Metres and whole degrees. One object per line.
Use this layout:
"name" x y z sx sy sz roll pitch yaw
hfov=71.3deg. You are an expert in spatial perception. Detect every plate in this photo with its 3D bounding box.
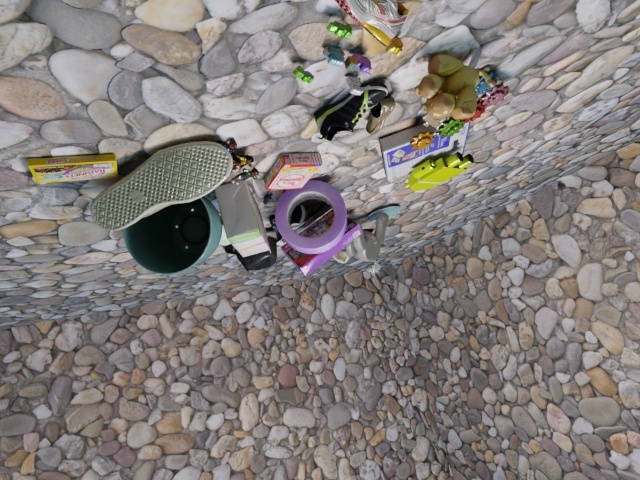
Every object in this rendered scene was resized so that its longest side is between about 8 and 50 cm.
"plate" 0.335 -0.150 2.371 0.188 0.024 0.188 -14 165 -4

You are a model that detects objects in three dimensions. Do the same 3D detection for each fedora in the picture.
"fedora" -0.319 0.063 2.239 0.333 0.153 0.334 -14 165 -4

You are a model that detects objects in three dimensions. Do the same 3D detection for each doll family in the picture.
"doll family" -0.261 -0.240 1.355 0.111 0.076 0.193 -18 163 27

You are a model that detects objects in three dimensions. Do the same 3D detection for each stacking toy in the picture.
"stacking toy" 0.064 -0.429 1.049 0.221 0.052 0.167 -2 158 -36

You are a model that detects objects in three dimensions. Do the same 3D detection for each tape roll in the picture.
"tape roll" -0.034 -0.090 1.729 0.274 0.275 0.090 -15 165 0

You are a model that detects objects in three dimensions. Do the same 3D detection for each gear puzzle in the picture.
"gear puzzle" 0.420 -0.390 1.405 0.175 0.044 0.339 18 137 -43

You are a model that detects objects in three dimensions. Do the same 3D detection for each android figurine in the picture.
"android figurine" 0.459 -0.267 1.763 0.248 0.056 0.272 -5 164 -42

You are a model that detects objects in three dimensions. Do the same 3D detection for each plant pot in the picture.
"plant pot" -0.464 -0.040 1.502 0.292 0.293 0.235 -17 178 7

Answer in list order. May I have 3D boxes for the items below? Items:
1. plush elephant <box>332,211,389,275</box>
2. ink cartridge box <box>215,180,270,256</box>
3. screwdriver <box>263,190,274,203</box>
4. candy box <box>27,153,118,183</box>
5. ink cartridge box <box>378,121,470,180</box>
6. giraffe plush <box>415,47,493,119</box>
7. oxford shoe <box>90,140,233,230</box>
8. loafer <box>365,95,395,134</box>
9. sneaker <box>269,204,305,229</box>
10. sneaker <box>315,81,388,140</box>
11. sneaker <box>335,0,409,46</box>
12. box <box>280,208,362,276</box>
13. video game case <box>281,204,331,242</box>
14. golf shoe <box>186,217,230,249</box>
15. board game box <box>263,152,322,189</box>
"plush elephant" 0.193 0.001 2.341 0.271 0.330 0.255 -26 -150 -33
"ink cartridge box" -0.286 -0.064 1.700 0.119 0.207 0.353 -16 165 -3
"screwdriver" -0.181 -0.187 1.729 0.025 0.024 0.170 26 144 -23
"candy box" -0.662 -0.194 1.208 0.205 0.027 0.105 -9 167 -23
"ink cartridge box" 0.379 -0.341 1.650 0.307 0.072 0.303 -20 164 7
"giraffe plush" 0.345 -0.412 1.238 0.210 0.181 0.170 -47 -175 -16
"oxford shoe" -0.464 -0.171 1.315 0.449 0.169 0.130 -25 -161 9
"loafer" 0.169 -0.375 1.337 0.050 0.056 0.148 -7 153 -27
"sneaker" -0.157 -0.092 1.981 0.121 0.079 0.217 -8 164 -29
"sneaker" 0.093 -0.351 1.255 0.234 0.097 0.084 -23 164 27
"sneaker" 0.094 -0.475 0.875 0.093 0.088 0.225 -47 152 25
"box" 0.000 0.000 1.839 0.293 0.201 0.057 -37 126 -10
"video game case" -0.046 -0.089 2.052 0.196 0.026 0.274 -39 -175 -41
"golf shoe" -0.494 -0.015 1.906 0.306 0.115 0.140 -25 153 11
"board game box" -0.100 -0.240 1.565 0.146 0.045 0.193 -7 163 -28
